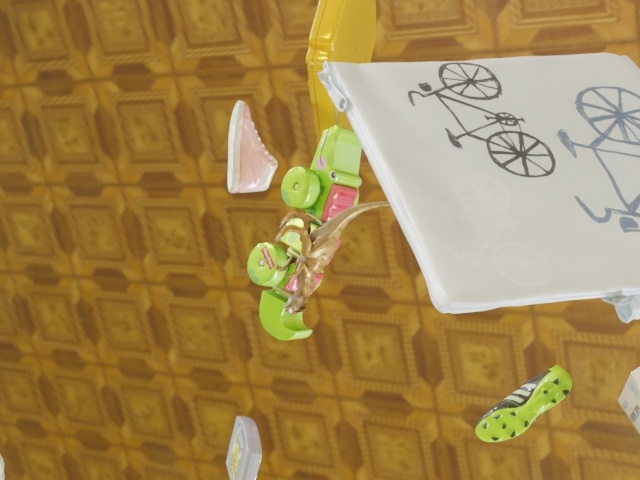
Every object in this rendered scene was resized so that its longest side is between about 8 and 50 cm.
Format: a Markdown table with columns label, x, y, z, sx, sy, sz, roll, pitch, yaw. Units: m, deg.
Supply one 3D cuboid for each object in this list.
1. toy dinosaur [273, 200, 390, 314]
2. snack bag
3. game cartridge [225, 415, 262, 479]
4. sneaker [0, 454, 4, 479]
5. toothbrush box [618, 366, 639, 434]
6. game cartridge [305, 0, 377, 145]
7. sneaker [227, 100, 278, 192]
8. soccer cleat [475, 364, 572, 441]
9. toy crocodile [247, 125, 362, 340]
| label | x | y | z | sx | sy | sz | roll | pitch | yaw |
| --- | --- | --- | --- | --- | --- | --- | --- | --- | --- |
| toy dinosaur | 0.000 | 0.000 | 1.462 | 0.112 | 0.064 | 0.212 | 34 | 92 | -11 |
| snack bag | 0.196 | -0.055 | 0.913 | 0.037 | 0.342 | 0.323 | 104 | 154 | -42 |
| game cartridge | -0.070 | 0.194 | 0.969 | 0.017 | 0.083 | 0.056 | 15 | 100 | -15 |
| sneaker | -0.292 | 0.192 | 0.566 | 0.271 | 0.100 | 0.108 | -17 | 106 | -6 |
| toothbrush box | 0.582 | 0.312 | 1.581 | 0.126 | 0.216 | 0.296 | -28 | 69 | -1 |
| game cartridge | 0.036 | -0.316 | 1.702 | 0.052 | 0.285 | 0.324 | 9 | 155 | 11 |
| sneaker | -0.097 | -0.134 | 1.551 | 0.051 | 0.070 | 0.134 | 177 | 95 | -74 |
| soccer cleat | 0.330 | 0.267 | 1.734 | 0.179 | 0.072 | 0.060 | -35 | 99 | 11 |
| toy crocodile | -0.012 | -0.011 | 1.638 | 0.105 | 0.115 | 0.341 | 28 | 98 | 41 |
